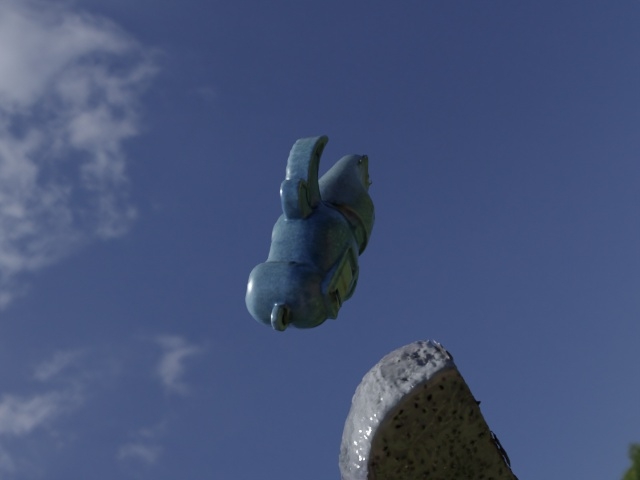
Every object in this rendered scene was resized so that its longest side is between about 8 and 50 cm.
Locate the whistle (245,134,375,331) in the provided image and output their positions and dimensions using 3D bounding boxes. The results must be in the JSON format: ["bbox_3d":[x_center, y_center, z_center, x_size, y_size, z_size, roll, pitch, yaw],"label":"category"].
[{"bbox_3d":[0.000,0.000,1.096,0.269,0.093,0.180,-64,-34,-53],"label":"whistle"}]

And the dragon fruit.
[{"bbox_3d":[0.121,0.284,1.492,0.204,0.221,0.283,-30,-68,-6],"label":"dragon fruit"}]
